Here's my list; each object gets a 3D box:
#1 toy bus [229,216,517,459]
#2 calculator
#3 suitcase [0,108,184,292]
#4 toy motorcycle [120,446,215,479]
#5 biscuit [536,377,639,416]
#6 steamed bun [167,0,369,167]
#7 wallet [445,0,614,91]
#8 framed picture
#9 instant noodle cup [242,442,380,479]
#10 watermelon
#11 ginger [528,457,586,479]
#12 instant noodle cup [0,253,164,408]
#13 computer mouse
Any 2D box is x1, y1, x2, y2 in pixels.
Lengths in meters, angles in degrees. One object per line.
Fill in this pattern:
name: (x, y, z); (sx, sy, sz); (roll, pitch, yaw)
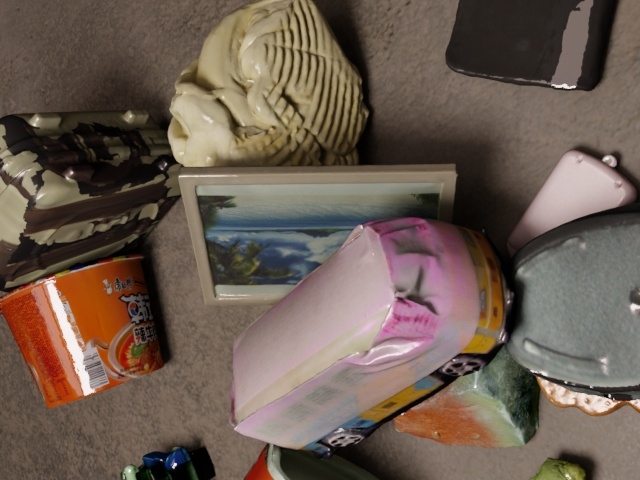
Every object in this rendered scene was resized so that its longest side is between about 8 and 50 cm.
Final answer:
toy bus: (0.040, 0.118, 0.938); (0.386, 0.163, 0.171); (-42, 48, 42)
calculator: (0.289, -0.024, 0.938); (0.100, 0.032, 0.175); (41, 113, 28)
suitcase: (-0.415, -0.056, 1.264); (0.339, 0.352, 0.194); (-45, 75, 29)
toy motorcycle: (-0.202, 0.488, 1.265); (0.196, 0.125, 0.331); (-24, 80, 33)
biscuit: (0.381, 0.088, 0.865); (0.334, 0.047, 0.201); (-31, 72, 31)
steamed bun: (-0.084, -0.163, 1.086); (0.203, 0.276, 0.289); (-4, 113, 48)
wallet: (0.266, -0.368, 0.941); (0.197, 0.051, 0.377); (17, 99, 34)
framed picture: (0.000, 0.000, 0.983); (0.315, 0.232, 0.024); (-2, 45, 2)
instant noodle cup: (-0.048, 0.437, 1.035); (0.294, 0.294, 0.307); (31, 95, 32)
watermelon: (0.138, 0.167, 1.018); (0.257, 0.140, 0.192); (-15, 74, 43)
ginger: (0.318, 0.379, 0.894); (0.137, 0.089, 0.289); (-27, 67, 7)
instant noodle cup: (-0.380, 0.151, 1.320); (0.250, 0.250, 0.192); (-22, 86, 35)
computer mouse: (0.350, 0.057, 0.791); (0.374, 0.114, 0.203); (-8, 86, 45)
